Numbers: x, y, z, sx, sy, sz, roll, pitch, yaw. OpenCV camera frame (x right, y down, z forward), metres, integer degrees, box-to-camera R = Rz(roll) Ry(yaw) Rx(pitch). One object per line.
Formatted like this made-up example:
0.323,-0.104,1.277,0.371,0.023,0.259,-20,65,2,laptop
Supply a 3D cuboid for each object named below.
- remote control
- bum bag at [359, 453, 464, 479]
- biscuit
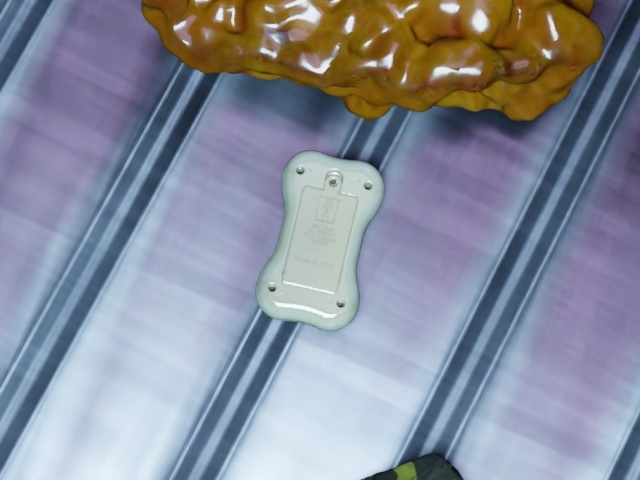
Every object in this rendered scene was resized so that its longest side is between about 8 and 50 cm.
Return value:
0.000,0.000,1.138,0.074,0.032,0.122,14,79,2,remote control
0.108,0.240,1.080,0.232,0.060,0.107,42,90,9,bum bag
0.051,-0.243,1.147,0.318,0.110,0.312,10,78,1,biscuit
